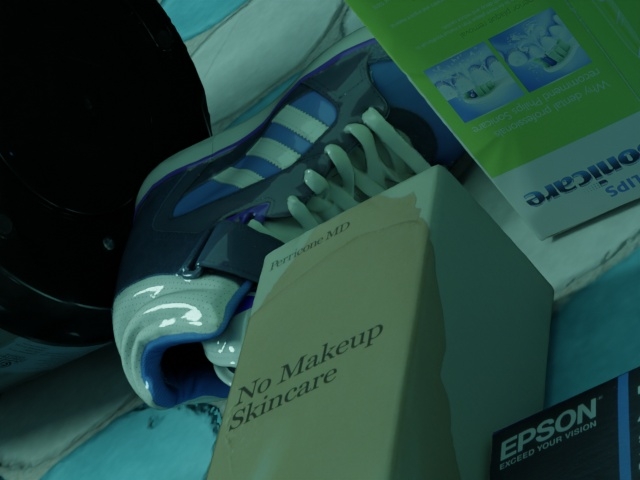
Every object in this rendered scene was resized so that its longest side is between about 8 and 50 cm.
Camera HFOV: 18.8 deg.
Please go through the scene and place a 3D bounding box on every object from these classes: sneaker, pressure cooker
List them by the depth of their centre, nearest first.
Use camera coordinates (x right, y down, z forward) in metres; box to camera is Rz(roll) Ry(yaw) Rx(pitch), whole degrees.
[{"bbox_3d":[-0.001,0.000,1.299,0.323,0.130,0.236,-27,37,22],"label":"sneaker"},{"bbox_3d":[-0.341,-0.037,1.530,0.420,0.370,0.375,-25,32,37],"label":"pressure cooker"}]

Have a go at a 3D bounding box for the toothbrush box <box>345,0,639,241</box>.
[{"bbox_3d":[0.119,-0.177,1.203,0.122,0.283,0.206,-26,30,32],"label":"toothbrush box"}]

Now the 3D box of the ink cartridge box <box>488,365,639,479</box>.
[{"bbox_3d":[0.155,0.146,0.907,0.165,0.065,0.332,-29,28,27],"label":"ink cartridge box"}]

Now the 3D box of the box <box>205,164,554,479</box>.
[{"bbox_3d":[0.031,0.116,1.057,0.148,0.121,0.311,-29,29,28],"label":"box"}]
